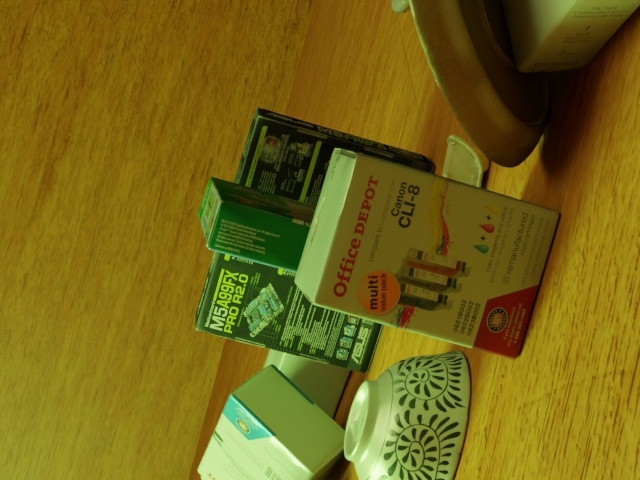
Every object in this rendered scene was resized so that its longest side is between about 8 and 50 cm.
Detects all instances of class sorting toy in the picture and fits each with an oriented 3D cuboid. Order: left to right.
[{"bbox_3d":[0.136,-0.052,1.312,0.075,0.045,0.083,110,173,-76],"label":"sorting toy"}]

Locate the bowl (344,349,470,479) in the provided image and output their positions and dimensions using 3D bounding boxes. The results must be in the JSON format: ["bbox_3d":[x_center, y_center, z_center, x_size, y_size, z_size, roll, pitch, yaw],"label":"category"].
[{"bbox_3d":[0.070,0.173,1.200,0.170,0.080,0.170,-164,90,-81],"label":"bowl"}]

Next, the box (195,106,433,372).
[{"bbox_3d":[-0.010,0.002,1.551,0.060,0.216,0.270,-107,33,-75],"label":"box"}]

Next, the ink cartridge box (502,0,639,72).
[{"bbox_3d":[0.195,-0.316,0.999,0.261,0.066,0.296,125,138,-68],"label":"ink cartridge box"}]

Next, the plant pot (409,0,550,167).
[{"bbox_3d":[0.138,-0.178,1.089,0.032,0.236,0.236,-19,43,28],"label":"plant pot"}]

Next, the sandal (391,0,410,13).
[{"bbox_3d":[0.167,-0.352,1.481,0.265,0.076,0.102,-61,13,-11],"label":"sandal"}]

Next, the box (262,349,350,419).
[{"bbox_3d":[-0.022,0.177,1.735,0.130,0.091,0.170,-91,19,-63],"label":"box"}]

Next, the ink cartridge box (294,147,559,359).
[{"bbox_3d":[0.082,0.008,1.087,0.127,0.176,0.128,-141,66,-81],"label":"ink cartridge box"}]

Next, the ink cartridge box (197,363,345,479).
[{"bbox_3d":[-0.061,0.266,1.616,0.082,0.139,0.190,-36,-19,-37],"label":"ink cartridge box"}]

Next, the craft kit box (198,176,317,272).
[{"bbox_3d":[0.000,0.000,1.388,0.246,0.250,0.061,-146,72,-80],"label":"craft kit box"}]
